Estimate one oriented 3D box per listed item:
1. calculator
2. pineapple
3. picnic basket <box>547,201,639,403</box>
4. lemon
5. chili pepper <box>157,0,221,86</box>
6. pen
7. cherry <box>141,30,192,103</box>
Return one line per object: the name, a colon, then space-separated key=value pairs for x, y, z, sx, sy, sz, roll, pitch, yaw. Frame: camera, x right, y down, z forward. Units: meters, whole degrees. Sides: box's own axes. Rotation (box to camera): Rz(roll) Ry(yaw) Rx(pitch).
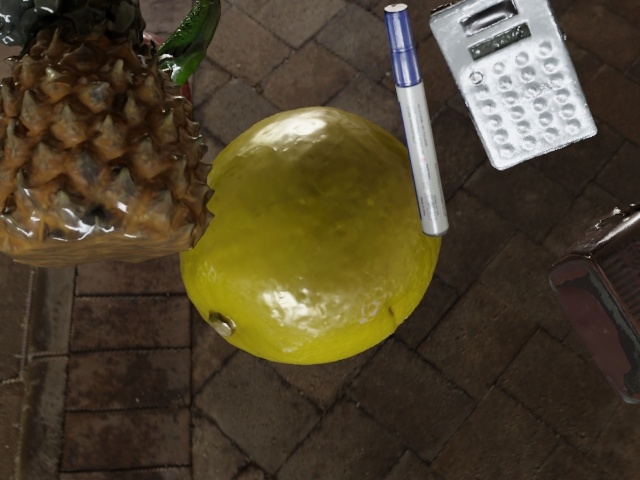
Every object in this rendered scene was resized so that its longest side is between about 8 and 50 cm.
calculator: x=0.270 y=-0.232 z=1.032 sx=0.161 sy=0.261 sz=0.021 roll=-20 pitch=28 yaw=24
pineapple: x=-0.124 y=-0.126 z=0.383 sx=0.119 sy=0.130 sz=0.277 roll=-2 pitch=83 yaw=-30
picnic basket: x=0.457 y=0.106 z=1.058 sx=0.129 sy=0.222 sz=0.296 roll=-29 pitch=84 yaw=-14
lemon: x=-0.013 y=-0.003 z=0.963 sx=0.348 sy=0.348 sz=0.347 roll=2 pitch=64 yaw=-3
chili pepper: x=-0.242 y=-0.171 z=0.912 sx=0.359 sy=0.085 sz=0.076 roll=-45 pitch=109 yaw=-3
pen: x=0.080 y=-0.094 z=0.617 sx=0.025 sy=0.204 sz=0.025 roll=-12 pitch=30 yaw=7
cherry: x=-0.348 y=-0.258 z=1.379 sx=0.240 sy=0.206 sz=0.239 roll=0 pitch=92 yaw=-9
